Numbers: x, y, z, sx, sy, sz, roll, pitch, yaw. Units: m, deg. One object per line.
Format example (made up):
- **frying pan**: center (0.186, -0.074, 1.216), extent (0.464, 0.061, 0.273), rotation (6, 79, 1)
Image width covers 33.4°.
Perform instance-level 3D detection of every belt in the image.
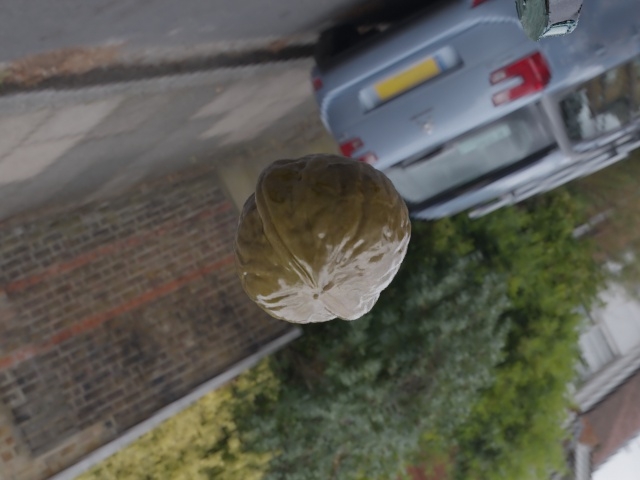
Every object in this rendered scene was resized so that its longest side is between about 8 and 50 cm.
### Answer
- **belt**: center (0.283, -0.310, 1.318), extent (0.058, 0.105, 0.140), rotation (-14, 146, -8)

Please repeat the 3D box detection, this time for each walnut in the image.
- **walnut**: center (0.000, 0.000, 1.303), extent (0.228, 0.228, 0.228), rotation (-26, 179, -1)
